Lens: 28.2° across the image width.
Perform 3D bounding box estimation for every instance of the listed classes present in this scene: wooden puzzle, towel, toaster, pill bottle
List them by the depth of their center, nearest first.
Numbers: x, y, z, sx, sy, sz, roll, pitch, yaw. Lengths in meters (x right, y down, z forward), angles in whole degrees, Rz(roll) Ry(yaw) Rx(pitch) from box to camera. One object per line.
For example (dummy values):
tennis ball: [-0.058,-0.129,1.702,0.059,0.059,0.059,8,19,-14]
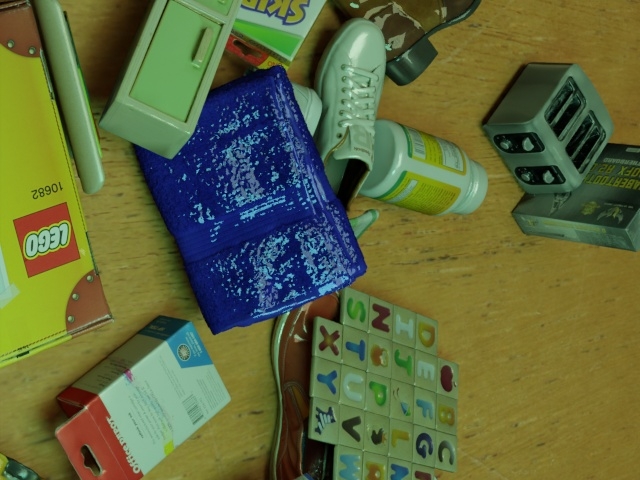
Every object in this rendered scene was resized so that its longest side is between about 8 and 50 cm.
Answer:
wooden puzzle: [-0.286,-0.180,1.452,0.044,0.238,0.221,-16,106,-12]
towel: [-0.092,-0.051,1.648,0.227,0.076,0.308,-23,98,-7]
towel: [0.000,0.000,1.801,0.152,0.113,0.023,-17,70,-36]
pill bottle: [0.149,-0.102,1.899,0.208,0.117,0.118,14,86,-40]
toaster: [0.378,-0.189,2.085,0.186,0.110,0.168,-53,125,-23]

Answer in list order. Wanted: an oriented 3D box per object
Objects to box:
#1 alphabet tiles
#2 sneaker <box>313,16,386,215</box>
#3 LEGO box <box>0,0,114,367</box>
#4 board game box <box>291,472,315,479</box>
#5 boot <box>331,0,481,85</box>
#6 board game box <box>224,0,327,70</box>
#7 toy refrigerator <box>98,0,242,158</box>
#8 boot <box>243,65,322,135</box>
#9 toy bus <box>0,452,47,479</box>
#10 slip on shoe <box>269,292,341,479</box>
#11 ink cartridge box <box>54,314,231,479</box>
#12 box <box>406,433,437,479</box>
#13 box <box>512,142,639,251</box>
alphabet tiles: [0.100,0.230,1.862,0.342,0.011,0.285,22,64,-45]
sneaker: [0.049,-0.165,1.778,0.106,0.123,0.290,11,96,-31]
LEGO box: [-0.507,-0.012,1.312,0.500,0.193,0.372,-22,109,-36]
board game box: [-0.073,0.519,1.733,0.233,0.078,0.347,-21,119,-24]
boot: [0.100,-0.411,1.866,0.264,0.096,0.280,-50,116,-15]
board game box: [-0.044,-0.355,1.717,0.124,0.039,0.259,29,81,-2]
toy refrigerator: [-0.173,-0.248,1.573,0.102,0.094,0.269,25,63,-15]
boot: [-0.094,-0.105,1.727,0.123,0.095,0.258,23,76,-28]
toy bus: [-0.355,0.332,1.517,0.332,0.130,0.108,42,70,-35]
slip on shoe: [-0.004,0.220,1.819,0.123,0.101,0.331,3,91,-38]
ink cartridge box: [-0.241,0.217,1.635,0.231,0.078,0.134,-38,117,-30]
box: [0.121,0.444,1.956,0.169,0.087,0.290,-48,122,-25]
box: [0.456,-0.078,2.084,0.183,0.231,0.056,-51,126,-23]
